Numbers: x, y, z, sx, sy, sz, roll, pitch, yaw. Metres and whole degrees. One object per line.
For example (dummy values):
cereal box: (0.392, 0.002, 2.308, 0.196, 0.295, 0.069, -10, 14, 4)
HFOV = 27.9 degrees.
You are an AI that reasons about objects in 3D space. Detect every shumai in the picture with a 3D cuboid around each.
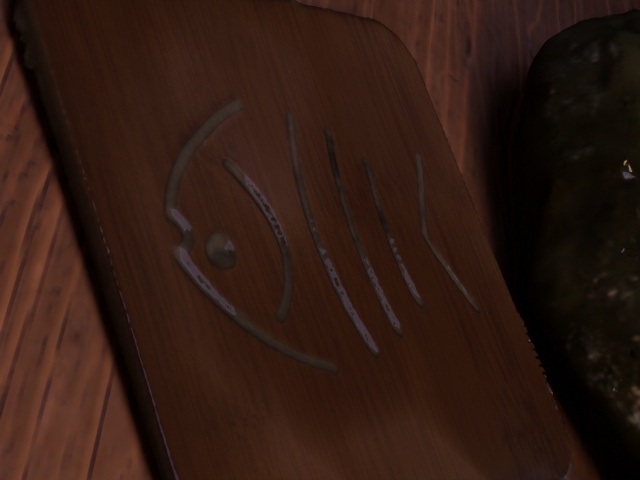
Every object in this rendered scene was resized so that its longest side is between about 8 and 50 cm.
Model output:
shumai: (0.324, -0.015, 0.754, 0.324, 0.323, 0.397, 22, 50, -41)

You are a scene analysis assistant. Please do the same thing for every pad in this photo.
pad: (0.000, 0.000, 0.623, 0.284, 0.018, 0.286, 0, 63, -50)
